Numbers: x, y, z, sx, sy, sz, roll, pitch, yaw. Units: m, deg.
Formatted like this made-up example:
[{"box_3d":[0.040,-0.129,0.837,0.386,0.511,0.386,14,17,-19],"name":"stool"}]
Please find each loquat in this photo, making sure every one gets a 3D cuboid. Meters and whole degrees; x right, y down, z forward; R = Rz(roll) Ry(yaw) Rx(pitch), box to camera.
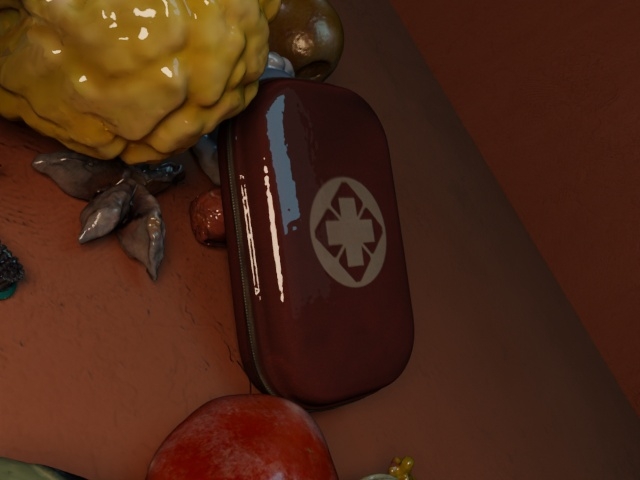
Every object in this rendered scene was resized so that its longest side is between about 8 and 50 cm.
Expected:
[{"box_3d":[-0.053,-0.384,1.302,0.179,0.179,0.227,21,35,-52],"name":"loquat"}]

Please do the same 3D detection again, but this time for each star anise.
[{"box_3d":[-0.220,-0.065,0.756,0.171,0.063,0.208,38,31,-26],"name":"star anise"}]

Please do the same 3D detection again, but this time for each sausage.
[{"box_3d":[-0.113,-0.032,0.897,0.141,0.076,0.076,-8,68,-61],"name":"sausage"}]

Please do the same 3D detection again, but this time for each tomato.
[{"box_3d":[-0.064,0.215,0.612,0.187,0.151,0.187,37,30,-26],"name":"tomato"}]

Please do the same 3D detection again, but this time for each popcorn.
[{"box_3d":[-0.197,-0.234,0.706,0.349,0.349,0.382,61,1,9],"name":"popcorn"}]

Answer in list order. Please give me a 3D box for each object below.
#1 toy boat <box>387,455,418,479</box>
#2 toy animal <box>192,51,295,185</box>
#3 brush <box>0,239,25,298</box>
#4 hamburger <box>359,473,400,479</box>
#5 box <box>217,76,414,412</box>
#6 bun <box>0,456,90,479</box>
[{"box_3d":[0.149,0.401,0.839,0.318,0.099,0.141,57,28,-7],"name":"toy boat"},{"box_3d":[-0.078,-0.161,1.019,0.208,0.156,0.204,-2,59,-57],"name":"toy animal"},{"box_3d":[-0.318,-0.030,0.577,0.193,0.032,0.043,52,26,-14],"name":"brush"},{"box_3d":[0.063,0.318,0.744,0.133,0.140,0.062,59,-19,1],"name":"hamburger"},{"box_3d":[0.000,0.000,0.857,0.263,0.108,0.404,-5,86,-46],"name":"box"},{"box_3d":[-0.154,0.255,0.354,0.293,0.187,0.293,25,0,0],"name":"bun"}]
